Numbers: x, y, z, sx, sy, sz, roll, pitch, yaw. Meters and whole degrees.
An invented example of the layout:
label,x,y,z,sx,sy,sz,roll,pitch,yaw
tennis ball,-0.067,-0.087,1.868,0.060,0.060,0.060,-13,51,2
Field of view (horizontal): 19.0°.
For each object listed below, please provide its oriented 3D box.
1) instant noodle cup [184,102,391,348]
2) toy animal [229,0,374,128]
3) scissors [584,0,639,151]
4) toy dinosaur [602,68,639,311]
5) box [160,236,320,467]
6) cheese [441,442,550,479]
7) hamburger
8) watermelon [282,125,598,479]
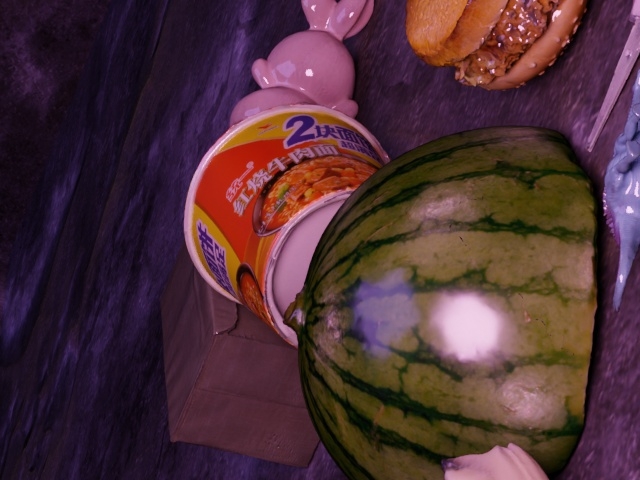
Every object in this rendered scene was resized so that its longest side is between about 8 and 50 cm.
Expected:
label,x,y,z,sx,sy,sz,roll,pitch,yaw
instant noodle cup,0.000,0.000,1.728,0.174,0.213,0.213,46,122,60
toy animal,-0.005,-0.177,2.030,0.212,0.124,0.124,-61,11,-21
scissors,0.229,-0.145,1.390,0.100,0.015,0.189,-107,32,-54
toy dinosaur,0.218,-0.045,1.306,0.080,0.045,0.197,106,176,-60
box,-0.069,0.089,1.942,0.231,0.149,0.155,-103,31,-54
cheese,0.124,0.276,1.313,0.163,0.070,0.249,-39,59,49
hamburger,0.148,-0.208,1.518,0.191,0.118,0.182,-114,39,-66
watermelon,0.077,0.051,1.466,0.331,0.189,0.331,-171,90,-68
